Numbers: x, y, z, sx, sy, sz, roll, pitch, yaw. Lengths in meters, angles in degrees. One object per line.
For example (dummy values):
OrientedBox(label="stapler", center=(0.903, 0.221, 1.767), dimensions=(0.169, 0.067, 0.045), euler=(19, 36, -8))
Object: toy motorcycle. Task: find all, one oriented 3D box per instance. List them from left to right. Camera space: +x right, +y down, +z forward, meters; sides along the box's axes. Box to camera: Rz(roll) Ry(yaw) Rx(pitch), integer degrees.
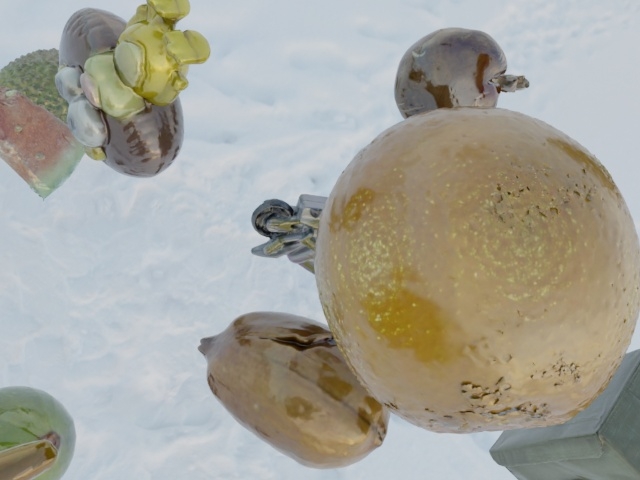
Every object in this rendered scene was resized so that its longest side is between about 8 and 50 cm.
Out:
OrientedBox(label="toy motorcycle", center=(0.000, 0.000, 0.777), dimensions=(0.225, 0.152, 0.073), euler=(-1, 37, -13))

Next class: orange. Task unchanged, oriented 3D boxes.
OrientedBox(label="orange", center=(0.125, 0.024, 0.419), dimensions=(0.274, 0.274, 0.274), euler=(14, 60, -26))

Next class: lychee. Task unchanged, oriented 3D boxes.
OrientedBox(label="lychee", center=(-0.725, -0.396, 1.338), dimensions=(0.270, 0.270, 0.320), euler=(50, 9, -1))

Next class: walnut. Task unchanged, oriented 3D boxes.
OrientedBox(label="walnut", center=(-0.050, 0.212, 0.746), dimensions=(0.336, 0.209, 0.209), euler=(18, 50, 19))

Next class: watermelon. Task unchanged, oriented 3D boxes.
OrientedBox(label="watermelon", center=(-0.534, -0.197, 0.819), dimensions=(0.139, 0.193, 0.256), euler=(-57, 139, -17))

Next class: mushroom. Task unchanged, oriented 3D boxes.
OrientedBox(label="mushroom", center=(0.179, -0.192, 0.603), dimensions=(0.171, 0.135, 0.080), euler=(-8, 37, -10))

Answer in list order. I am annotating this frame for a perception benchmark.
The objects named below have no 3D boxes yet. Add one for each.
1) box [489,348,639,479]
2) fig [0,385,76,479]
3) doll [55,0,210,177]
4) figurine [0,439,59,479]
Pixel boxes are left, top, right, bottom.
OrientedBox(label="box", center=(0.360, 0.263, 0.613), dimensions=(0.149, 0.231, 0.155), euler=(45, 61, 12))
OrientedBox(label="fig", center=(-0.723, 0.489, 1.136), dimensions=(0.316, 0.316, 0.316), euler=(14, 60, -26))
OrientedBox(label="doll", center=(-0.162, -0.136, 0.395), dimensions=(0.145, 0.188, 0.096), euler=(49, 50, 10))
OrientedBox(label="figurine", center=(-0.230, 0.243, 0.149), dimensions=(0.401, 0.387, 0.268), euler=(34, 81, -20))
